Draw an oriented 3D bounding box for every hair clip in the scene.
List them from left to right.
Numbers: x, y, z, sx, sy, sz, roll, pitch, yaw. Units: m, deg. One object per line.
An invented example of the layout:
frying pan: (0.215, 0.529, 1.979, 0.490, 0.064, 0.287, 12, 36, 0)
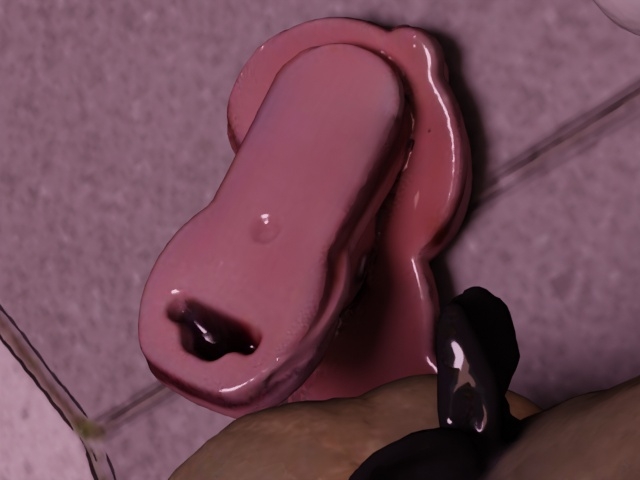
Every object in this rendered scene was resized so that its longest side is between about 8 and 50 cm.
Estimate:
hair clip: (0.004, 0.003, 0.624, 0.123, 0.102, 0.138, 18, 78, 25)

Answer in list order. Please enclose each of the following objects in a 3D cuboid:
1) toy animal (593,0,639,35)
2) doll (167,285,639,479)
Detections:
toy animal: (0.110, -0.095, 0.478, 0.127, 0.131, 0.182, -5, 84, -3)
doll: (0.084, 0.128, 0.493, 0.349, 0.247, 0.247, -22, 89, 49)
